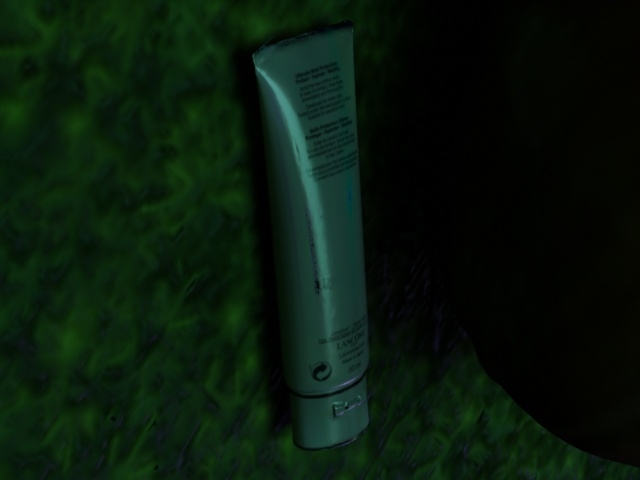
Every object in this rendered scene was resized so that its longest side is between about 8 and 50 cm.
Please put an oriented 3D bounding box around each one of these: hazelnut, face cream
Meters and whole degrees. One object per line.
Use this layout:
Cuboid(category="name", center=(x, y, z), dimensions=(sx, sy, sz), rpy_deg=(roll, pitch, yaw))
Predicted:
Cuboid(category="hazelnut", center=(0.112, -0.024, 0.430), dimensions=(0.182, 0.182, 0.182), rpy_deg=(-20, 117, -46))
Cuboid(category="face cream", center=(0.000, 0.000, 0.404), dimensions=(0.038, 0.020, 0.115), rpy_deg=(-24, 119, -43))
